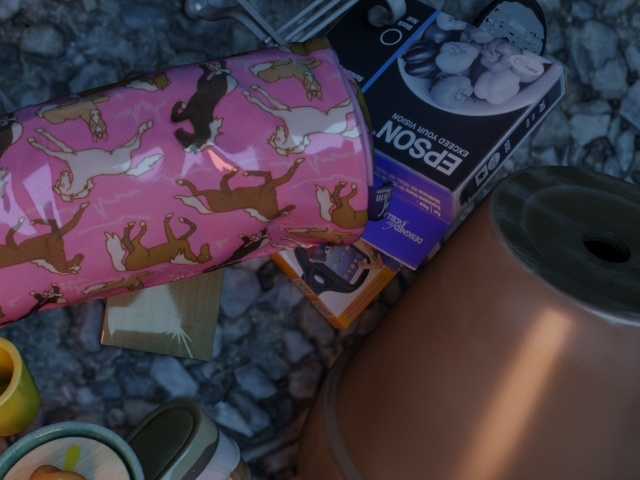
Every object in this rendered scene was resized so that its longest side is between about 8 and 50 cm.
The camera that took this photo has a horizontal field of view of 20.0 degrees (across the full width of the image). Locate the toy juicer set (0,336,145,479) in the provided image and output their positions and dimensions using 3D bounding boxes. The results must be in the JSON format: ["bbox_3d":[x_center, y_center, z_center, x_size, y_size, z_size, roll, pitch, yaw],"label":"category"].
[{"bbox_3d":[-0.211,0.224,1.317,0.209,0.329,0.089,-47,148,-13],"label":"toy juicer set"}]

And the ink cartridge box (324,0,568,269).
[{"bbox_3d":[0.062,-0.102,1.506,0.208,0.206,0.045,-49,147,-18],"label":"ink cartridge box"}]

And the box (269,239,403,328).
[{"bbox_3d":[0.000,0.000,1.554,0.081,0.028,0.136,-47,106,-19],"label":"box"}]

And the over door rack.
[{"bbox_3d":[-0.043,-0.304,1.522,0.239,0.108,0.324,-40,91,-20],"label":"over door rack"}]

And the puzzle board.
[{"bbox_3d":[-0.127,0.030,1.506,0.096,0.011,0.128,11,81,-21],"label":"puzzle board"}]

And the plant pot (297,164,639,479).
[{"bbox_3d":[0.172,0.105,1.408,0.323,0.323,0.280,2,128,-23],"label":"plant pot"}]

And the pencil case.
[{"bbox_3d":[-0.147,-0.033,1.379,0.386,0.160,0.167,-14,75,-8],"label":"pencil case"}]

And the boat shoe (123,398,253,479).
[{"bbox_3d":[-0.171,0.267,1.413,0.302,0.113,0.103,-44,123,-6],"label":"boat shoe"}]

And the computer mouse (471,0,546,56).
[{"bbox_3d":[0.122,-0.118,1.613,0.071,0.041,0.242,38,80,-7],"label":"computer mouse"}]
